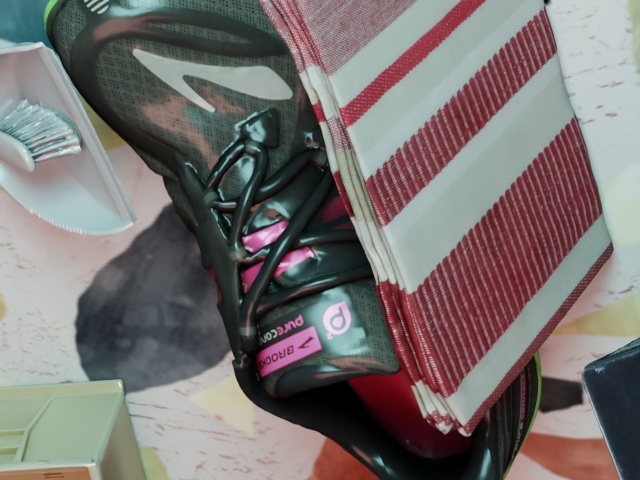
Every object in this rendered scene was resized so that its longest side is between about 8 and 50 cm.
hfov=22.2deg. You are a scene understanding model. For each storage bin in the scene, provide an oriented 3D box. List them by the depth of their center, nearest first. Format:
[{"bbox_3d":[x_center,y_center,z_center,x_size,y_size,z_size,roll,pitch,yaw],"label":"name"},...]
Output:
[{"bbox_3d":[-0.266,0.261,1.345,0.260,0.123,0.262,-5,119,11],"label":"storage bin"}]

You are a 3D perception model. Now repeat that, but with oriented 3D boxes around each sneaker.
[{"bbox_3d":[0.000,0.000,1.112,0.185,0.202,0.483,-34,110,23],"label":"sneaker"}]

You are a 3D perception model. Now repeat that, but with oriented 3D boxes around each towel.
[{"bbox_3d":[0.090,-0.069,1.055,0.037,0.237,0.329,3,124,40],"label":"towel"}]

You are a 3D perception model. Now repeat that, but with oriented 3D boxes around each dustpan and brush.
[{"bbox_3d":[-0.225,-0.071,1.149,0.060,0.211,0.147,-35,116,-22],"label":"dustpan and brush"}]

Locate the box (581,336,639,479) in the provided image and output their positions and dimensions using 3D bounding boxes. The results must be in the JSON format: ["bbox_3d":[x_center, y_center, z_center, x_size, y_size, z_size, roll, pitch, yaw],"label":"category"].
[{"bbox_3d":[0.368,0.089,1.007,0.296,0.294,0.183,-21,88,30],"label":"box"}]
